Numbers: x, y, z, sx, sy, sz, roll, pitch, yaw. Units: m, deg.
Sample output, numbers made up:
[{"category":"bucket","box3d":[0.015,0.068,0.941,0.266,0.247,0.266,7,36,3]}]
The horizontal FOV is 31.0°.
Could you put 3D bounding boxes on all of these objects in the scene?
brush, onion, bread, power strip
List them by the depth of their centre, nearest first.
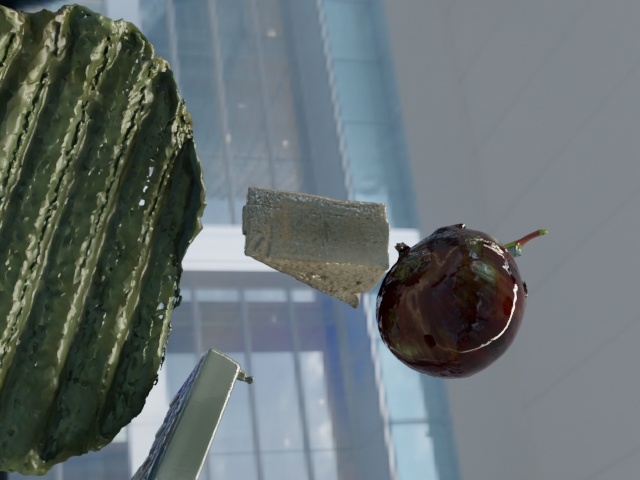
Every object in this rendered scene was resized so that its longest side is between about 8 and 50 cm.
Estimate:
[{"category":"onion","box3d":[0.099,0.049,0.867,0.117,0.118,0.119,-49,-149,14]},{"category":"power strip","box3d":[-0.140,0.215,1.097,0.145,0.061,0.216,-53,-172,30]},{"category":"bread","box3d":[-0.013,0.007,1.119,0.105,0.152,0.077,127,-32,-60]},{"category":"brush","box3d":[0.245,0.008,1.428,0.083,0.018,0.021,-25,-118,27]}]

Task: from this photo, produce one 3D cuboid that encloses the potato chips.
[{"category":"potato chips","box3d":[-0.262,-0.001,1.006,0.070,0.358,0.429,19,-88,49]}]
